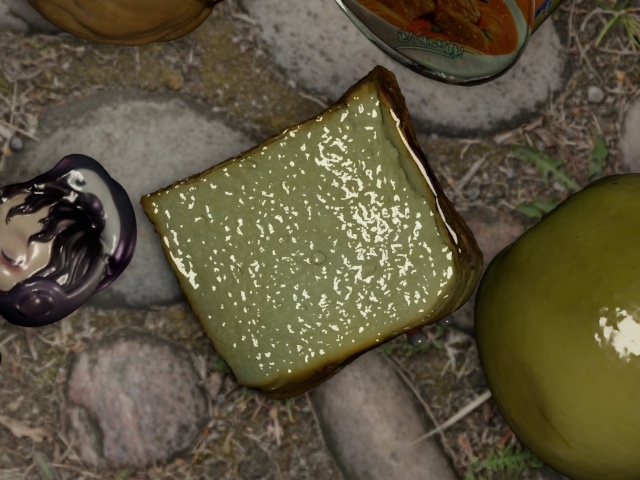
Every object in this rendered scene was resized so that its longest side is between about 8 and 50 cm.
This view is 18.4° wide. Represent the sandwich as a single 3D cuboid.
[{"bbox_3d":[0.000,0.000,1.750,0.251,0.087,0.226,-28,86,14],"label":"sandwich"}]

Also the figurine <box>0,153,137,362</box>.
[{"bbox_3d":[-0.251,0.027,1.704,0.222,0.145,0.145,-44,94,-11],"label":"figurine"}]

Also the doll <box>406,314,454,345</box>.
[{"bbox_3d":[0.043,-0.006,1.830,0.102,0.075,0.227,-34,102,-9],"label":"doll"}]

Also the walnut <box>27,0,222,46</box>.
[{"bbox_3d":[-0.167,-0.349,1.721,0.306,0.306,0.344,-32,97,-21],"label":"walnut"}]

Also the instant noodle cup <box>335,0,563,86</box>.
[{"bbox_3d":[0.148,-0.320,1.825,0.214,0.296,0.296,-40,93,-28],"label":"instant noodle cup"}]

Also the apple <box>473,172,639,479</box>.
[{"bbox_3d":[0.280,0.077,1.794,0.292,0.292,0.254,-40,88,-21],"label":"apple"}]
